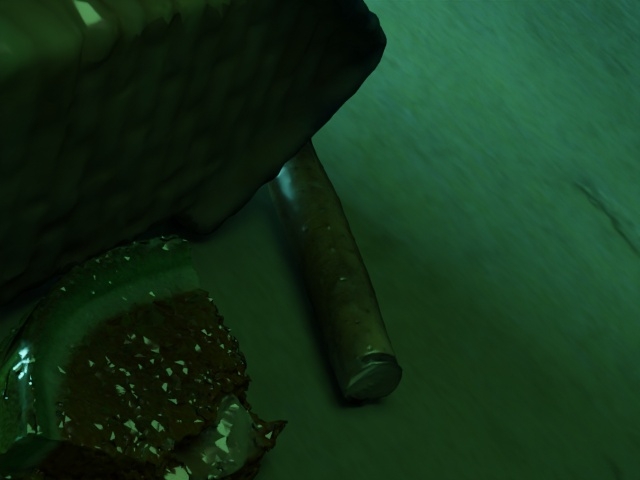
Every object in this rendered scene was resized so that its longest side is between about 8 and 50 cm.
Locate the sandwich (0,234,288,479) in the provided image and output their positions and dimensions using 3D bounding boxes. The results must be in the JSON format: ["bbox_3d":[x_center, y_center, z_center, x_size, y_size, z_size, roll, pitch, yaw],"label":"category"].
[{"bbox_3d":[-0.117,0.090,0.755,0.159,0.079,0.235,38,40,16],"label":"sandwich"}]

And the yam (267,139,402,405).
[{"bbox_3d":[0.000,0.000,0.944,0.046,0.046,0.264,3,43,-24],"label":"yam"}]

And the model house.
[{"bbox_3d":[-0.159,-0.260,0.847,0.400,0.445,0.395,-24,56,-40],"label":"model house"}]
